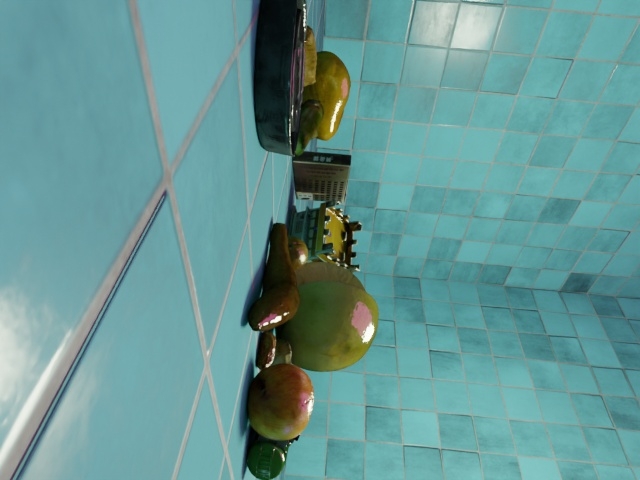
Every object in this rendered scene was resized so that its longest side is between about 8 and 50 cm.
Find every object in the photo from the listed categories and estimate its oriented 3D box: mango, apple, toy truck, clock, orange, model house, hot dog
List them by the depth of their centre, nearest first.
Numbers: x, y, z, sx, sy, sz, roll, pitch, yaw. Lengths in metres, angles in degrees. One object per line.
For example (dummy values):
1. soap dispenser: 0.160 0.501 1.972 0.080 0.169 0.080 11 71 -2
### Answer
1. clock: -0.061 -0.282 0.751 0.280 0.055 0.281 5 90 -90
2. apple: -0.083 0.314 0.885 0.146 0.146 0.147 5 90 -89
3. hot dog: -0.114 0.235 0.964 0.058 0.035 0.083 100 -3 -49
4. toy truck: -0.098 0.426 1.017 0.242 0.101 0.125 -48 155 -85
5. orange: -0.072 0.031 1.123 0.095 0.085 0.085 99 -3 -66
6. apple: 0.012 0.197 1.181 0.292 0.253 0.292 -167 -90 -70
7. mango: 0.006 -0.441 1.383 0.130 0.167 0.262 -57 159 -57
8. model house: 0.000 0.000 1.461 0.198 0.215 0.224 39 48 -50

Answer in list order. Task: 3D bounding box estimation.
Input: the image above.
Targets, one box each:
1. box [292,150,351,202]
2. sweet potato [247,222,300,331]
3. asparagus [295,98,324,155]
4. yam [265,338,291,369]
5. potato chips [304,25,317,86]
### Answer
1. box: 0.003 -0.204 1.501 0.325 0.180 0.047 92 2 -74
2. sweet potato: -0.082 0.085 0.889 0.346 0.079 0.109 -90 172 -57
3. asparagus: -0.044 -0.288 1.137 0.343 0.084 0.082 -73 -178 -58
4. yam: -0.104 0.286 1.060 0.147 0.069 0.070 96 0 -53
5. potato chips: -0.039 -0.458 1.094 0.407 0.057 0.080 -81 173 -82
